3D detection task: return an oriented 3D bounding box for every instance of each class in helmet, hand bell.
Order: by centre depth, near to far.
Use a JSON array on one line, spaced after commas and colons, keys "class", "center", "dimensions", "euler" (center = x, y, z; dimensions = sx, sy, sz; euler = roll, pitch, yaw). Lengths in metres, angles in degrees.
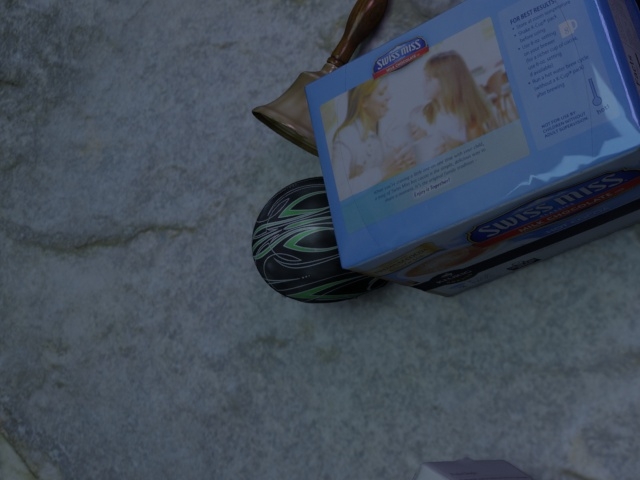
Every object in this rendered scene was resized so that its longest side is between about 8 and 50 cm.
[{"class": "helmet", "center": [0.000, 0.000, 1.290], "dimensions": [0.169, 0.161, 0.169], "euler": [179, 90, -67]}, {"class": "hand bell", "center": [0.026, -0.236, 1.379], "dimensions": [0.126, 0.126, 0.242], "euler": [30, 87, 36]}]

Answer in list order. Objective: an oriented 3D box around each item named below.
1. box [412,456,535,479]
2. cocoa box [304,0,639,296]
[{"class": "box", "center": [0.157, 0.335, 1.105], "dimensions": [0.119, 0.181, 0.182], "euler": [30, 100, 37]}, {"class": "cocoa box", "center": [0.196, -0.111, 1.134], "dimensions": [0.347, 0.228, 0.231], "euler": [-24, 68, 31]}]
